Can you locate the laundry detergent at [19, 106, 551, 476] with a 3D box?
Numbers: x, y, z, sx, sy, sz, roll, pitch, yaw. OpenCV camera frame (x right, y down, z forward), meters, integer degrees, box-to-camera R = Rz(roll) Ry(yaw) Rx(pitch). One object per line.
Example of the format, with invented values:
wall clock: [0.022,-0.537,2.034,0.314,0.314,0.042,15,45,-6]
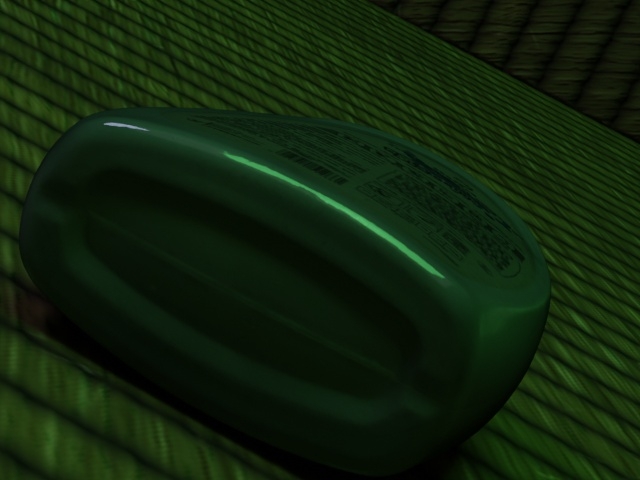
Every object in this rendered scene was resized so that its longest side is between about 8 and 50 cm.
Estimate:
laundry detergent: [0.000,0.000,0.830,0.215,0.105,0.280,26,15,7]
